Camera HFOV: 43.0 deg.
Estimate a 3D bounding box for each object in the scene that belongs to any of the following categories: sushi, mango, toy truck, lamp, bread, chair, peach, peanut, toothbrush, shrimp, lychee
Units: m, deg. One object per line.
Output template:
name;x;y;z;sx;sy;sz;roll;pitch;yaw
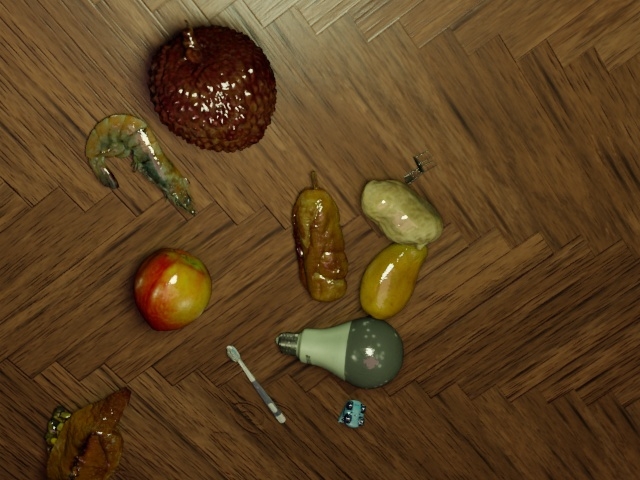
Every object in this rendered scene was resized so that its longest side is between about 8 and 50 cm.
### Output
sushi;-0.597;0.512;2.076;0.167;0.179;0.296;9;118;-31
mango;0.179;0.092;2.017;0.136;0.099;0.227;30;100;-15
toy truck;0.081;0.472;2.201;0.056;0.090;0.073;18;67;-16
lamp;0.057;0.292;2.071;0.314;0.182;0.182;-8;118;18
bread;0.000;-0.002;1.951;0.124;0.084;0.344;-9;116;-4
chair;0.230;-0.174;1.929;0.086;0.037;0.042;-35;127;4
peach;-0.351;0.119;1.900;0.197;0.197;0.197;-3;116;-7
peanut;0.187;-0.063;1.927;0.224;0.129;0.129;34;106;-15
toothbrush;-0.167;0.383;2.141;0.024;0.026;0.288;-27;117;8
shrimp;-0.407;-0.147;1.841;0.169;0.058;0.296;-29;112;13
lychee;-0.223;-0.315;1.669;0.264;0.264;0.300;-24;138;3
